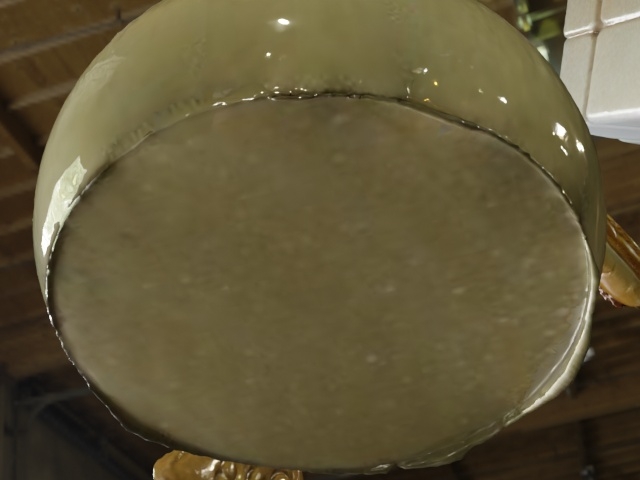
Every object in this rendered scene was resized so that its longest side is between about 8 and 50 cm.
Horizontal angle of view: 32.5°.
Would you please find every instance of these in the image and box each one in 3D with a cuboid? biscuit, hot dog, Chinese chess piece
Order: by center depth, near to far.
[{"bbox_3d":[0.000,0.000,0.660,0.338,0.140,0.338,1,-48,1],"label":"Chinese chess piece"},{"bbox_3d":[-0.053,0.228,0.894,0.035,0.162,0.250,-19,-39,25],"label":"biscuit"},{"bbox_3d":[0.333,0.000,1.359,0.076,0.102,0.249,-41,-81,17],"label":"hot dog"}]

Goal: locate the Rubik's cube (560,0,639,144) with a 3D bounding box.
[{"bbox_3d":[0.467,-0.253,1.140,0.321,0.316,0.319,9,0,-15],"label":"Rubik's cube"}]
